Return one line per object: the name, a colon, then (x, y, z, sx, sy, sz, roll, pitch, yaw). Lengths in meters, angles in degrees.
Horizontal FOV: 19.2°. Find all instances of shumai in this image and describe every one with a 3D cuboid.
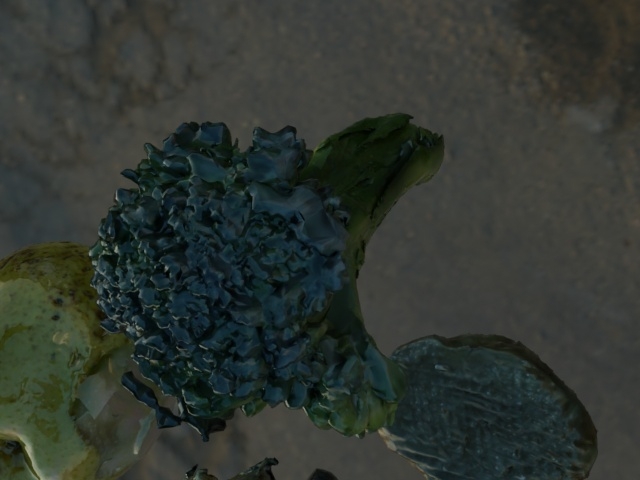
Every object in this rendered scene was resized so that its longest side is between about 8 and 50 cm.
shumai: (0.150, 0.156, 1.736, 0.209, 0.153, 0.161, 18, 101, 2)

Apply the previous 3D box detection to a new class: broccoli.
broccoli: (0.008, 0.015, 1.122, 0.198, 0.275, 0.177, 55, 134, 22)

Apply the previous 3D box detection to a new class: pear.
pear: (-0.274, 0.140, 1.949, 0.271, 0.271, 0.271, 16, 114, 41)

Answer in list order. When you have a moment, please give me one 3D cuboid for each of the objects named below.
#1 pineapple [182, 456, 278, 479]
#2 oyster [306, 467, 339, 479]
pineapple: (-0.061, 0.227, 1.053, 0.221, 0.047, 0.221, -12, 75, 54)
oyster: (0.079, 0.381, 2.016, 0.096, 0.221, 0.361, -54, 21, 18)
